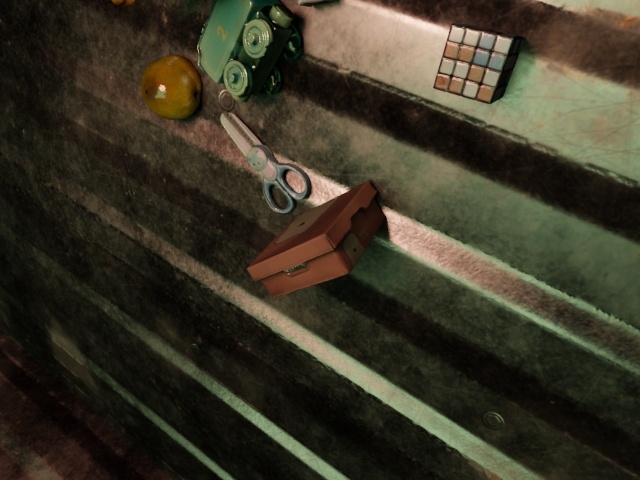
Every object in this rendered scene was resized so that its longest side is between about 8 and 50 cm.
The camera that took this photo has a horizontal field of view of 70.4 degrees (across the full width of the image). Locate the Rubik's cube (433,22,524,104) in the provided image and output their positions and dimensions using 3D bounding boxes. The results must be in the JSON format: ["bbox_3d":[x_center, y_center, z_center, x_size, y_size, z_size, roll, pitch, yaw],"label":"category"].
[{"bbox_3d":[0.236,-0.265,0.677,0.092,0.092,0.092,24,122,22],"label":"Rubik's cube"}]

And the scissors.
[{"bbox_3d":[-0.130,-0.179,0.995,0.256,0.030,0.125,50,129,0],"label":"scissors"}]

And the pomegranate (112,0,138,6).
[{"bbox_3d":[-0.272,-0.564,0.704,0.409,0.410,0.411,14,118,28],"label":"pomegranate"}]

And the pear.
[{"bbox_3d":[-0.344,-0.341,1.019,0.140,0.104,0.141,12,119,24],"label":"pear"}]

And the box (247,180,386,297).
[{"bbox_3d":[0.000,0.000,0.879,0.215,0.215,0.086,-23,109,38],"label":"box"}]

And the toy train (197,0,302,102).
[{"bbox_3d":[-0.139,-0.375,0.866,0.163,0.112,0.203,50,128,11],"label":"toy train"}]

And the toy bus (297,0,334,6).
[{"bbox_3d":[-0.015,-0.498,0.755,0.075,0.064,0.191,8,115,24],"label":"toy bus"}]
